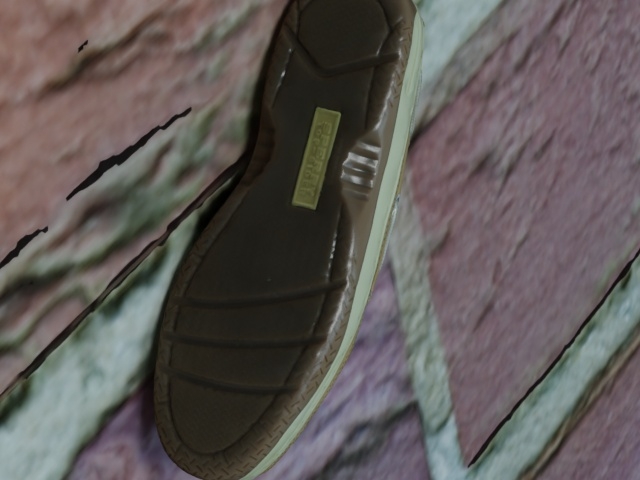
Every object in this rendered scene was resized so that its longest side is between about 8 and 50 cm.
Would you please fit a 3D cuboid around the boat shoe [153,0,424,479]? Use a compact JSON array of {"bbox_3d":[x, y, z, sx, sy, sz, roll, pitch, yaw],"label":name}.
[{"bbox_3d":[0.000,0.000,0.713,0.190,0.068,0.072,-67,159,-3],"label":"boat shoe"}]
